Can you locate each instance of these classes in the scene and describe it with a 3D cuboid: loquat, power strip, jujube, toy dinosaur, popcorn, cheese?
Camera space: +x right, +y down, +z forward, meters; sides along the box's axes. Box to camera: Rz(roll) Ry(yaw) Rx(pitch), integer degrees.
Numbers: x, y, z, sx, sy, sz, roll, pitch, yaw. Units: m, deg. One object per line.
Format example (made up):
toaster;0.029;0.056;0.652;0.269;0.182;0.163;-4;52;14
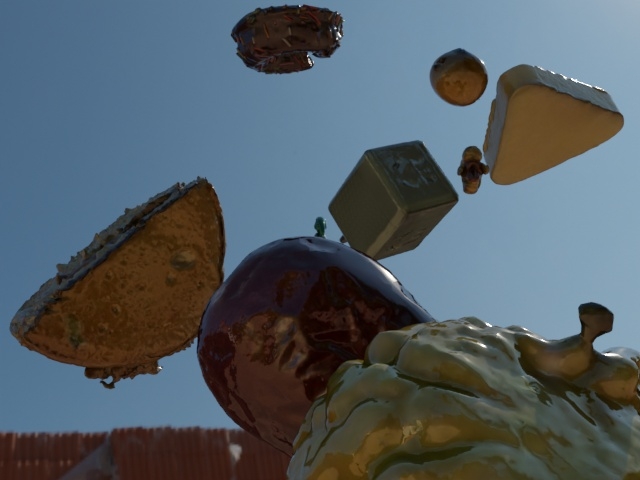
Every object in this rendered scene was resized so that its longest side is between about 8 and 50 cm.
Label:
loquat;0.348;-0.407;1.792;0.163;0.163;0.137;28;-92;-43
power strip;0.112;-0.050;1.259;0.140;0.139;0.224;-17;-24;-35
jujube;0.030;0.133;0.745;0.318;0.223;0.223;32;-38;7
toy dinosaur;0.000;0.000;1.772;0.059;0.132;0.096;0;-60;-7
popcorn;0.125;0.234;0.498;0.349;0.349;0.382;8;-58;-26
cheese;0.579;-0.289;1.943;0.383;0.104;0.384;-7;-35;-5

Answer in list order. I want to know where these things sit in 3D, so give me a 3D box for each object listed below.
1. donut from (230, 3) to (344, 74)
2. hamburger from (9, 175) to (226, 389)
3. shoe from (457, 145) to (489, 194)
donut;-0.068;-0.405;1.460;0.230;0.096;0.216;-6;0;43
hamburger;-0.347;0.106;1.362;0.268;0.445;0.287;-5;-56;55
shoe;0.358;-0.167;1.671;0.072;0.109;0.069;18;-20;8
